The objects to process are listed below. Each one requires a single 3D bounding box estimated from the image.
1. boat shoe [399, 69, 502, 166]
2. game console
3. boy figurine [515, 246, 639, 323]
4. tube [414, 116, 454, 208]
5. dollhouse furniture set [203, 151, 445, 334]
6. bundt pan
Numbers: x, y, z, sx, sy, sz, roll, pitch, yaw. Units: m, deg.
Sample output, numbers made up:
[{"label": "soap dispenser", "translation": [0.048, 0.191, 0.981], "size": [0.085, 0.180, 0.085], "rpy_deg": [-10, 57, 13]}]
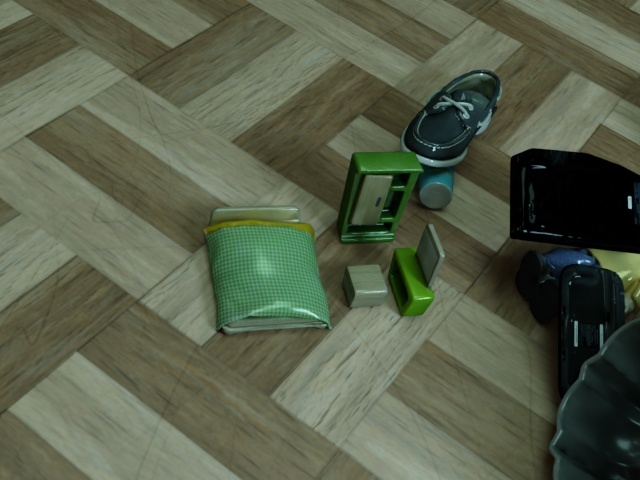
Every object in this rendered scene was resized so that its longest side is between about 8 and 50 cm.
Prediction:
[{"label": "boat shoe", "translation": [0.220, -0.210, 1.442], "size": [0.114, 0.091, 0.302], "rpy_deg": [26, 34, 11]}, {"label": "game console", "translation": [0.362, 0.052, 1.208], "size": [0.213, 0.044, 0.361], "rpy_deg": [7, 77, -14]}, {"label": "boy figurine", "translation": [0.438, 0.038, 1.321], "size": [0.285, 0.092, 0.177], "rpy_deg": [-11, 52, -24]}, {"label": "tube", "translation": [0.192, -0.136, 1.446], "size": [0.080, 0.052, 0.207], "rpy_deg": [20, 40, -10]}, {"label": "dollhouse furniture set", "translation": [0.000, 0.000, 1.198], "size": [0.301, 0.151, 0.197], "rpy_deg": [-3, 50, -16]}, {"label": "bundt pan", "translation": [0.436, 0.224, 1.016], "size": [0.124, 0.331, 0.331], "rpy_deg": [39, 44, -19]}]
